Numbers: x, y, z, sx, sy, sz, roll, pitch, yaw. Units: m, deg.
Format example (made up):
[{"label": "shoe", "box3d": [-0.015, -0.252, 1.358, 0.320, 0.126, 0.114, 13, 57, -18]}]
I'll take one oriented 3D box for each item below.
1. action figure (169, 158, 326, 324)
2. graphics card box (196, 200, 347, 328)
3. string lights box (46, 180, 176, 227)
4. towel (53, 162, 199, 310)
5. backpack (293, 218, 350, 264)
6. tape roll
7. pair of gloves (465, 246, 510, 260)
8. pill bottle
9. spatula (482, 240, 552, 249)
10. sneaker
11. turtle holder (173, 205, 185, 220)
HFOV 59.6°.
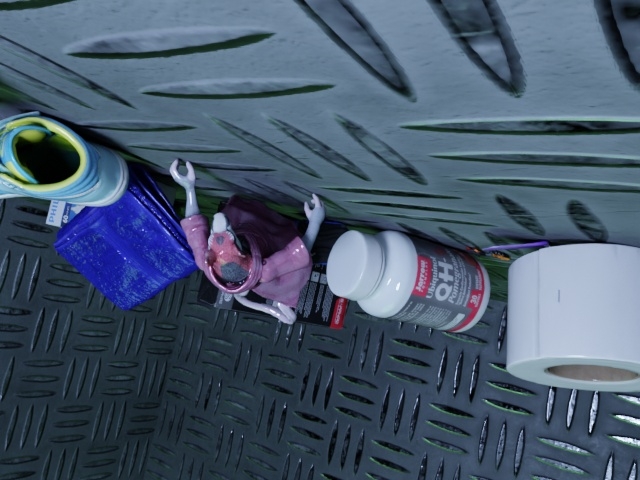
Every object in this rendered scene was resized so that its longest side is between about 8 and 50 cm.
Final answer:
[{"label": "action figure", "box3d": [-0.139, 0.025, 0.943, 0.248, 0.276, 0.370, 18, -172, 5]}, {"label": "graphics card box", "box3d": [-0.085, 0.066, 1.292, 0.370, 0.233, 0.094, 16, 173, -41]}, {"label": "string lights box", "box3d": [-0.450, -0.072, 1.202, 0.259, 0.133, 0.077, 10, 175, 20]}, {"label": "towel", "box3d": [-0.375, 0.013, 1.082, 0.308, 0.076, 0.228, -28, 106, 38]}, {"label": "backpack", "box3d": [0.000, 0.000, 1.175, 0.120, 0.098, 0.101, 1, -174, -14]}, {"label": "tape roll", "box3d": [0.416, 0.126, 0.863, 0.246, 0.169, 0.246, 8, 158, 3]}, {"label": "pair of gloves", "box3d": [0.339, 0.028, 1.134, 0.083, 0.010, 0.074, 9, 174, 32]}, {"label": "pill bottle", "box3d": [0.177, 0.079, 1.139, 0.318, 0.176, 0.176, 15, 173, -31]}, {"label": "spatula", "box3d": [0.411, 0.030, 0.903, 0.296, 0.030, 0.084, 12, 175, 0]}, {"label": "sneaker", "box3d": [-0.458, -0.124, 0.797, 0.318, 0.127, 0.208, 3, 177, -4]}, {"label": "turtle holder", "box3d": [-0.469, -0.001, 1.464, 0.320, 0.228, 0.243, 13, 173, -9]}]
